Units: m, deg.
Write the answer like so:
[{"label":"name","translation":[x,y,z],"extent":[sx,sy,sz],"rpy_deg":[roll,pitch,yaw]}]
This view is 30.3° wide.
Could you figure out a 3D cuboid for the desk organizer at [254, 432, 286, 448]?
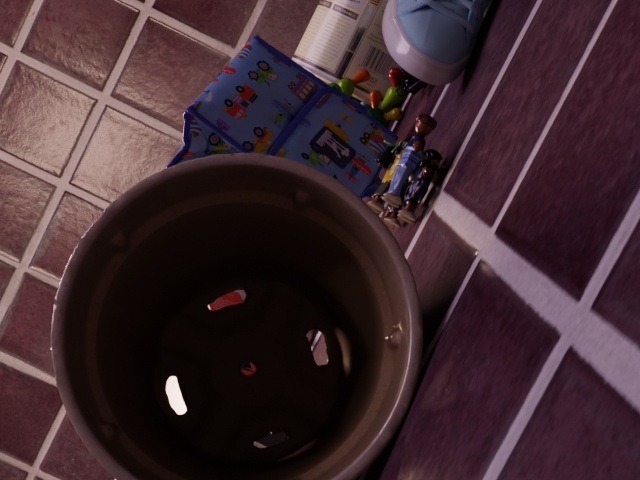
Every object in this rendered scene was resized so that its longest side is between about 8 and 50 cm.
[{"label":"desk organizer","translation":[-0.077,0.272,1.557],"extent":[0.130,0.047,0.050],"rpy_deg":[-74,10,-56]}]

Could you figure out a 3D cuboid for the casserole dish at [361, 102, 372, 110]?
[{"label":"casserole dish","translation":[0.084,-0.230,2.243],"extent":[0.114,0.037,0.188],"rpy_deg":[-56,11,50]}]

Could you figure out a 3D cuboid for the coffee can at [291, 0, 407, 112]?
[{"label":"coffee can","translation":[0.093,-0.386,2.047],"extent":[0.275,0.201,0.201],"rpy_deg":[-63,7,6]}]

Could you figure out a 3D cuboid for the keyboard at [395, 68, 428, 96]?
[{"label":"keyboard","translation":[0.169,-0.271,1.832],"extent":[0.100,0.038,0.192],"rpy_deg":[-34,19,25]}]

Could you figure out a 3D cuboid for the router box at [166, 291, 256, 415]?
[{"label":"router box","translation":[-0.214,0.285,2.010],"extent":[0.335,0.082,0.301],"rpy_deg":[-62,26,18]}]

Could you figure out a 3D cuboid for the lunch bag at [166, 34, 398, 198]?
[{"label":"lunch bag","translation":[-0.037,-0.133,1.732],"extent":[0.221,0.293,0.138],"rpy_deg":[-57,-5,-44]}]

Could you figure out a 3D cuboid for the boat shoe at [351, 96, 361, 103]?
[{"label":"boat shoe","translation":[0.073,-0.318,2.215],"extent":[0.223,0.080,0.073],"rpy_deg":[-47,40,-9]}]

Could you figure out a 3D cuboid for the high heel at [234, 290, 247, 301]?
[{"label":"high heel","translation":[-0.158,0.085,2.280],"extent":[0.181,0.127,0.377],"rpy_deg":[-42,33,47]}]

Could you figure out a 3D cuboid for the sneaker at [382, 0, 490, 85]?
[{"label":"sneaker","translation":[0.183,-0.363,1.586],"extent":[0.150,0.135,0.366],"rpy_deg":[119,172,-48]}]

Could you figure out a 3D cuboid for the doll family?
[{"label":"doll family","translation":[0.106,-0.084,1.421],"extent":[0.111,0.076,0.193],"rpy_deg":[-60,11,-8]}]

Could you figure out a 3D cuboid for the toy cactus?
[{"label":"toy cactus","translation":[0.051,-0.176,1.918],"extent":[0.219,0.180,0.112],"rpy_deg":[-31,37,-18]}]

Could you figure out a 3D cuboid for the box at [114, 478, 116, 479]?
[{"label":"box","translation":[-0.354,0.541,2.229],"extent":[0.121,0.148,0.311],"rpy_deg":[-81,17,-66]}]

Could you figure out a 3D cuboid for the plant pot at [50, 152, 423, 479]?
[{"label":"plant pot","translation":[-0.076,0.116,1.199],"extent":[0.305,0.333,0.334],"rpy_deg":[94,-160,-76]}]

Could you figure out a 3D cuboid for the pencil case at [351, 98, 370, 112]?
[{"label":"pencil case","translation":[-0.003,-0.119,2.098],"extent":[0.119,0.133,0.306],"rpy_deg":[61,140,29]}]
